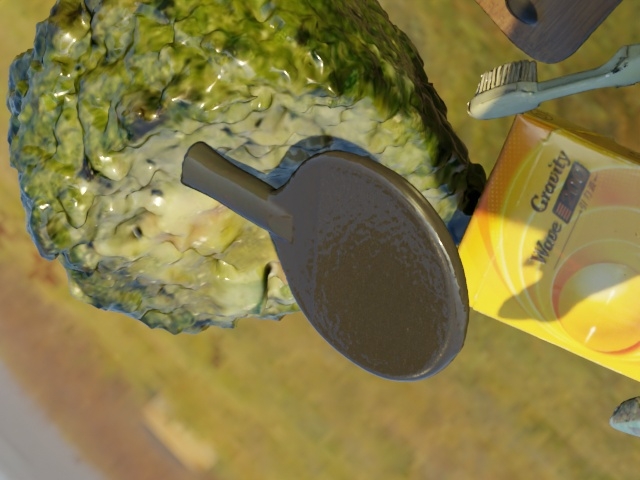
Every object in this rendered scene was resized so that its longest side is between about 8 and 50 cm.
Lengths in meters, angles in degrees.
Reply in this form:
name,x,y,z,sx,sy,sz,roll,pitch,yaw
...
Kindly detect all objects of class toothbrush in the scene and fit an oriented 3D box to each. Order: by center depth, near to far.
name,x,y,z,sx,sy,sz,roll,pitch,yaw
toothbrush,0.190,-0.104,1.002,0.026,0.028,0.294,24,156,-39

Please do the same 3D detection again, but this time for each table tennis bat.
name,x,y,z,sx,sy,sz,roll,pitch,yaw
table tennis bat,0.000,0.000,1.183,0.236,0.027,0.150,31,133,33

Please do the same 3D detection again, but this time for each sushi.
name,x,y,z,sx,sy,sz,roll,pitch,yaw
sushi,-0.065,-0.067,1.396,0.352,0.294,0.178,34,-152,-53

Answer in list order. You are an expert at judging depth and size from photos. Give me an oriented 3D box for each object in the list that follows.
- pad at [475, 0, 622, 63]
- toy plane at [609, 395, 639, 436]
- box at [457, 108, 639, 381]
name,x,y,z,sx,sy,sz,roll,pitch,yaw
pad,0.078,-0.244,1.005,0.284,0.018,0.286,49,159,4
toy plane,0.226,0.063,0.907,0.246,0.169,0.078,-8,92,53
box,0.236,0.023,1.347,0.269,0.152,0.043,23,-161,3
